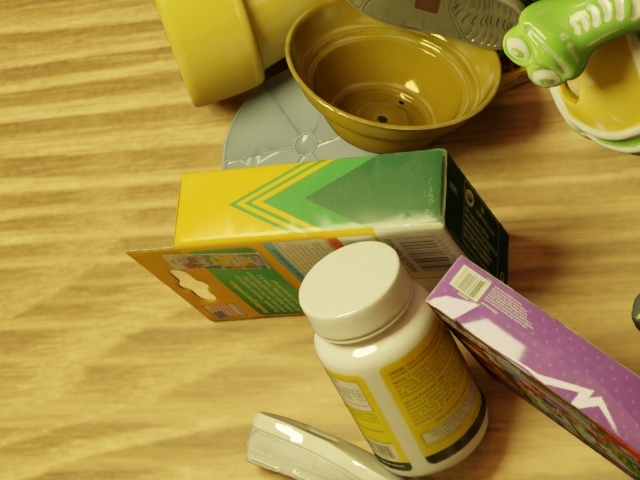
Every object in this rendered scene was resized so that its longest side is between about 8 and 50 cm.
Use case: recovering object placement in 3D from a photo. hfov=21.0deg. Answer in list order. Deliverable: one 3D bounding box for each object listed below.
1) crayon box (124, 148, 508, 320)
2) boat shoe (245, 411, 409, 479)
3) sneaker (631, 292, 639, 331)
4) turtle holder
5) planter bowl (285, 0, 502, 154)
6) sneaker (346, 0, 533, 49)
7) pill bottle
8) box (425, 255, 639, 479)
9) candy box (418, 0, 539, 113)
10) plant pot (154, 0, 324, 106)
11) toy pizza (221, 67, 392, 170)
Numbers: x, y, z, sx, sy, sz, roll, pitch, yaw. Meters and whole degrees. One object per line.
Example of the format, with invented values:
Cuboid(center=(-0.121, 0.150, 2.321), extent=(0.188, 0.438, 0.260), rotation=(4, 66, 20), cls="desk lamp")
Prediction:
Cuboid(center=(0.000, 0.000, 1.682), extent=(0.323, 0.203, 0.083), rotation=(-5, 66, 21), cls="crayon box")
Cuboid(center=(0.003, 0.224, 1.670), extent=(0.184, 0.066, 0.063), rotation=(21, 94, 25), cls="boat shoe")
Cuboid(center=(0.410, -0.008, 1.579), extent=(0.300, 0.111, 0.121), rotation=(-32, 49, 2), cls="sneaker")
Cuboid(center=(0.319, -0.169, 1.570), extent=(0.227, 0.243, 0.320), rotation=(-24, 15, 38), cls="turtle holder")
Cuboid(center=(0.068, -0.150, 1.733), extent=(0.217, 0.090, 0.217), rotation=(4, 44, -4), cls="planter bowl")
Cuboid(center=(0.112, -0.271, 1.752), extent=(0.222, 0.083, 0.118), rotation=(23, 39, 1), cls="sneaker")
Cuboid(center=(0.066, 0.109, 1.589), extent=(0.119, 0.208, 0.119), rotation=(-19, 35, 14), cls="pill bottle")
Cuboid(center=(0.242, 0.143, 1.517), extent=(0.293, 0.201, 0.057), rotation=(36, 85, 32), cls="box")
Cuboid(center=(0.196, -0.211, 1.792), extent=(0.206, 0.027, 0.105), rotation=(-22, 59, 14), cls="candy box")
Cuboid(center=(-0.066, -0.298, 1.829), extent=(0.239, 0.254, 0.254), rotation=(-21, 61, -3), cls="plant pot")
Cuboid(center=(-0.010, -0.096, 1.829), extent=(0.201, 0.032, 0.201), rotation=(-9, 66, 21), cls="toy pizza")
